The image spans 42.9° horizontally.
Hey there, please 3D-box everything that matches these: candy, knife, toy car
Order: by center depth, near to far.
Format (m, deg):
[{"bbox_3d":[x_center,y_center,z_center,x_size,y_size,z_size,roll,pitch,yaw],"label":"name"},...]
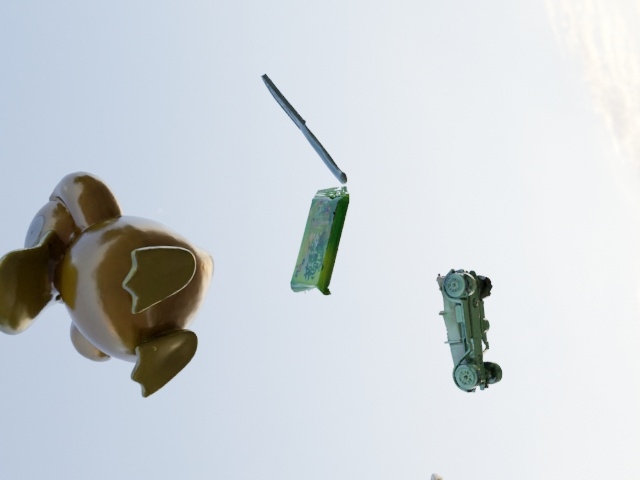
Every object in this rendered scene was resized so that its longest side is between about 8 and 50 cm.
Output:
[{"bbox_3d":[0.172,0.105,0.953,0.073,0.054,0.143,6,-103,-55],"label":"toy car"},{"bbox_3d":[-0.023,-0.160,1.164,0.210,0.015,0.028,53,178,20],"label":"knife"},{"bbox_3d":[-0.001,0.000,1.311,0.032,0.102,0.178,19,-99,-34],"label":"candy"}]

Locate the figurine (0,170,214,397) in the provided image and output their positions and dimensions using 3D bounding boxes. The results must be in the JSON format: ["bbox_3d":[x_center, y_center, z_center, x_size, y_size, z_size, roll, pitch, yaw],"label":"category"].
[{"bbox_3d":[-0.226,0.038,0.864,0.215,0.228,0.215,10,-90,-76],"label":"figurine"}]

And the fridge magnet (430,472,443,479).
[{"bbox_3d":[0.181,0.444,1.297,0.143,0.063,0.143,-2,-90,-88],"label":"fridge magnet"}]
